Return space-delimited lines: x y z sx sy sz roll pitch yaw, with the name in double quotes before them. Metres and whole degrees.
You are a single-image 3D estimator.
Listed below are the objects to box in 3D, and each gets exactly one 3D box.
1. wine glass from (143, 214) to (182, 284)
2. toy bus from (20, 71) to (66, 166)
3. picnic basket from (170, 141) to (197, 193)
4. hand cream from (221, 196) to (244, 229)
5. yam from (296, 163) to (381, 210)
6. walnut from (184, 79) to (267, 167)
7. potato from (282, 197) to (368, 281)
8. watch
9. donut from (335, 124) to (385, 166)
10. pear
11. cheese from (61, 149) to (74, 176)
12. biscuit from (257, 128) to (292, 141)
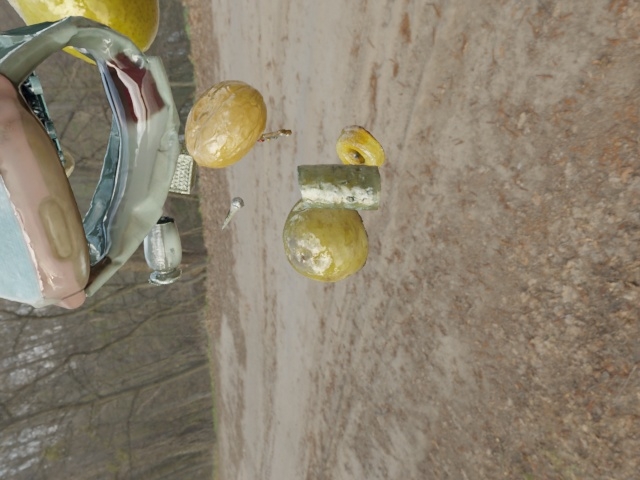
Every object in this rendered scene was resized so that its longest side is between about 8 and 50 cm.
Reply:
"wine glass" -0.491 0.029 1.460 0.111 0.111 0.205 37 131 56
"toy bus" -0.741 -0.281 1.177 0.272 0.133 0.165 67 152 9
"picnic basket" -0.476 -0.240 1.423 0.134 0.196 0.154 -112 31 -73
"hand cream" -0.258 -0.082 1.357 0.165 0.037 0.057 -38 33 56
"yam" 0.039 -0.125 1.090 0.107 0.193 0.108 -179 90 -85
"walnut" -0.204 -0.247 1.003 0.159 0.207 0.159 34 175 3
"potato" 0.000 0.000 1.319 0.242 0.242 0.286 29 134 60
"watch" -0.252 -0.087 0.477 0.161 0.241 0.254 9 119 21
"donut" 0.107 -0.251 1.325 0.151 0.058 0.152 30 156 15
"pear" -0.515 -0.601 1.033 0.191 0.341 0.386 -23 122 38
"cheese" -0.833 -0.189 1.362 0.093 0.159 0.263 54 -161 -14
"biscuit" -0.217 -0.404 1.834 0.138 0.204 0.031 -39 -58 -71
